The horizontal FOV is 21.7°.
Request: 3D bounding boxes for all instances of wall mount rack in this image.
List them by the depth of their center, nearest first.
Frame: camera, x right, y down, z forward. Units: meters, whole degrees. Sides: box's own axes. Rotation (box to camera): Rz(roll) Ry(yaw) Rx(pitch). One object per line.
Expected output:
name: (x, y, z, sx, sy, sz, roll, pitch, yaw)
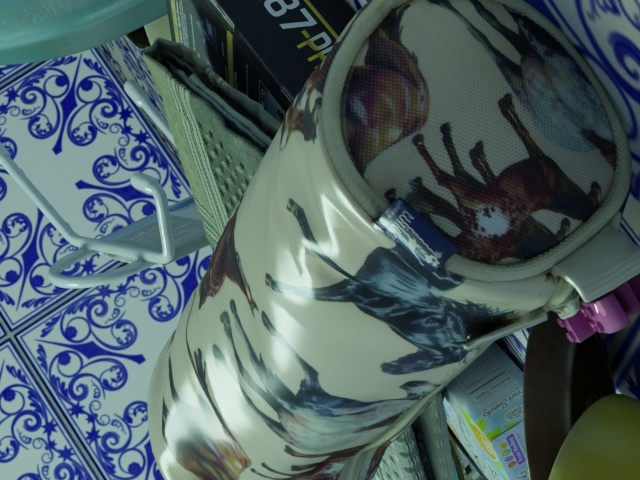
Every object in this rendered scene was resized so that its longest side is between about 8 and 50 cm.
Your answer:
wall mount rack: (-0.184, -0.072, 1.806, 0.304, 0.350, 0.130, 12, 119, 45)

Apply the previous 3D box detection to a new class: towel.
towel: (-0.008, 0.024, 1.263, 0.312, 0.056, 0.324, 44, 159, 46)

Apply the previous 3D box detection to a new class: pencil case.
pencil case: (0.021, 0.040, 0.949, 0.184, 0.160, 0.410, 63, 151, 19)

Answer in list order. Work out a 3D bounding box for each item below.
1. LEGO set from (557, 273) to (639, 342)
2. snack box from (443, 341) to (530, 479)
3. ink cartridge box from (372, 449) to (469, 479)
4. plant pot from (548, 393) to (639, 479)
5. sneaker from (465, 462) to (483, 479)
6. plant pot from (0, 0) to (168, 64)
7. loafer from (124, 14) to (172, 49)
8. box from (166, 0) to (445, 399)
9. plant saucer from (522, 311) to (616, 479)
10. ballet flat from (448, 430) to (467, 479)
LEGO set: (0.181, 0.065, 0.803, 0.087, 0.093, 0.227, 57, 173, -5)
snack box: (0.153, 0.156, 1.537, 0.207, 0.070, 0.174, 48, 169, 48)
ink cartridge box: (0.107, 0.361, 1.826, 0.307, 0.129, 0.223, -100, 20, -56)
plant pot: (0.211, 0.172, 1.031, 0.095, 0.134, 0.134, 14, 145, 38)
sneaker: (0.191, 0.260, 1.705, 0.084, 0.083, 0.215, 49, 172, 36)
plant pot: (-0.253, -0.292, 1.556, 0.247, 0.252, 0.248, 57, 174, -4)
loafer: (-0.202, -0.280, 1.926, 0.268, 0.092, 0.102, 53, 172, 31)
box: (-0.009, -0.046, 1.377, 0.318, 0.097, 0.395, 51, 161, 28)
plant saucer: (0.171, 0.123, 1.106, 0.168, 0.029, 0.168, -7, -90, -68)
ballet flat: (0.086, 0.173, 1.597, 0.206, 0.073, 0.067, 58, -157, 13)
